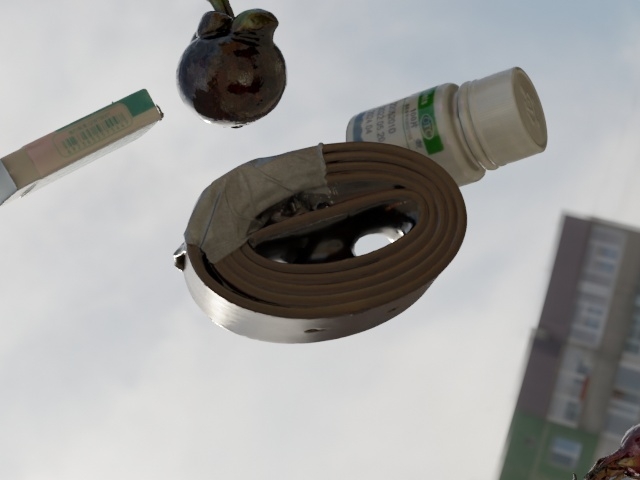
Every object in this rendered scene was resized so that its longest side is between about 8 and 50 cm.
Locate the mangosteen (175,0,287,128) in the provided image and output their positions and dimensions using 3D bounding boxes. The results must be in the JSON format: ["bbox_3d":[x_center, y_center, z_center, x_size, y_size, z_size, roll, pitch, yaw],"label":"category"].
[{"bbox_3d":[-0.125,-0.249,2.275,0.172,0.172,0.184,-33,-35,-52],"label":"mangosteen"}]

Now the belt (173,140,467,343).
[{"bbox_3d":[0.000,0.000,1.881,0.122,0.339,0.217,121,135,-67],"label":"belt"}]

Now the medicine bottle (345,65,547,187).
[{"bbox_3d":[0.161,-0.134,2.060,0.139,0.237,0.139,43,-143,-45],"label":"medicine bottle"}]

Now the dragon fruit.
[{"bbox_3d":[0.456,0.314,2.340,0.094,0.191,0.094,-13,-90,-87],"label":"dragon fruit"}]

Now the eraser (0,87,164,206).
[{"bbox_3d":[-0.313,-0.118,2.030,0.225,0.095,0.052,-31,-87,-31],"label":"eraser"}]
